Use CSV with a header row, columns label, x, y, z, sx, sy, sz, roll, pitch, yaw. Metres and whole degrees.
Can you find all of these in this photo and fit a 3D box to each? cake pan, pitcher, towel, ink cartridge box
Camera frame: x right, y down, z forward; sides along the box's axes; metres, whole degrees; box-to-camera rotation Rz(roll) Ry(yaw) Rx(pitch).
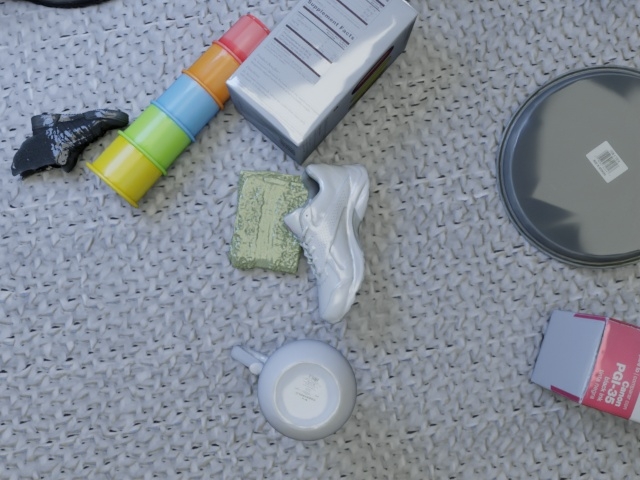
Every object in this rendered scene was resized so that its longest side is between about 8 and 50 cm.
label,x,y,z,sx,sy,sz,roll,pitch,yaw
cake pan,0.397,-0.104,1.047,0.293,0.054,0.293,0,92,14
pitcher,-0.042,0.182,0.976,0.177,0.207,0.125,19,85,1
towel,-0.072,-0.028,1.080,0.110,0.027,0.148,7,84,-2
ink cartridge box,0.457,0.192,0.990,0.283,0.207,0.117,19,86,0

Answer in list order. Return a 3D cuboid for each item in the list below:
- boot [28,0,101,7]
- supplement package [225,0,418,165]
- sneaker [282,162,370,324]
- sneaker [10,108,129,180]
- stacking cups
label,x,y,z,sx,sy,sz,roll,pitch,yaw
boot,-0.423,-0.404,0.997,0.338,0.223,0.118,-8,85,-2
supplement package,0.002,-0.248,1.042,0.134,0.139,0.244,41,86,3
sneaker,0.000,0.000,1.040,0.115,0.090,0.232,7,76,-18
sneaker,-0.358,-0.137,1.068,0.170,0.051,0.089,-3,86,3
stacking cups,-0.193,-0.194,1.053,0.096,0.096,0.316,40,85,1
